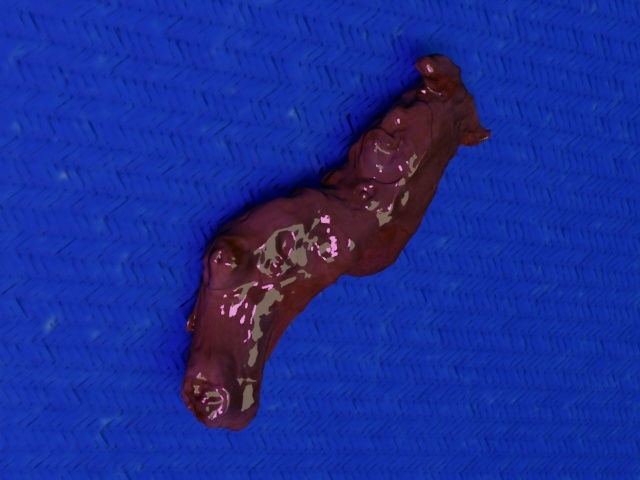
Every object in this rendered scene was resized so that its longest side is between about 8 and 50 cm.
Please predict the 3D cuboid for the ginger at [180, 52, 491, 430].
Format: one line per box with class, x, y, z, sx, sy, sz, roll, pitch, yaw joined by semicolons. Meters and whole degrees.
ginger;0.001;-0.002;1.212;0.290;0.084;0.122;-48;154;-12
